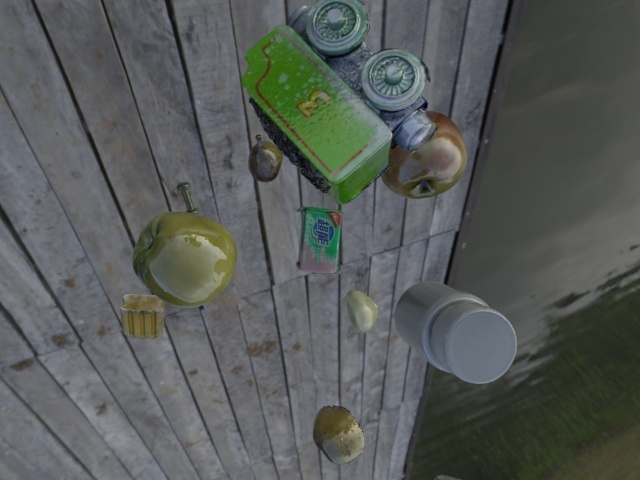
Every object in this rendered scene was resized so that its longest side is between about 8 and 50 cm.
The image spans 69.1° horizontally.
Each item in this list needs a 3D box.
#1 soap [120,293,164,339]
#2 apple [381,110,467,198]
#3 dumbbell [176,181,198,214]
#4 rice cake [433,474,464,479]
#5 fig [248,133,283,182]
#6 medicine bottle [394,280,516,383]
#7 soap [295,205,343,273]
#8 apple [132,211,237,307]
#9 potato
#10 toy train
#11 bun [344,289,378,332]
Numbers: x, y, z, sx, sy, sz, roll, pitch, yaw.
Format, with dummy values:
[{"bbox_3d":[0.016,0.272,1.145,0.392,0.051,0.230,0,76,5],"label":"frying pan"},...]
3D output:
[{"bbox_3d":[-0.637,0.281,1.675,0.140,0.073,0.232,6,142,-15],"label":"soap"},{"bbox_3d":[0.297,-0.254,1.366,0.257,0.233,0.257,0,163,0],"label":"apple"},{"bbox_3d":[-0.453,-0.140,1.586,0.046,0.052,0.117,-16,110,-10],"label":"dumbbell"},{"bbox_3d":[0.398,0.643,1.170,0.057,0.052,0.256,34,151,-28],"label":"rice cake"},{"bbox_3d":[-0.230,-0.348,1.892,0.146,0.170,0.274,14,165,5],"label":"fig"},{"bbox_3d":[0.340,0.231,1.212,0.208,0.340,0.208,-1,94,-9],"label":"medicine bottle"},{"bbox_3d":[-0.001,0.000,1.931,0.218,0.098,0.273,4,98,-14],"label":"soap"},{"bbox_3d":[-0.357,0.051,1.221,0.262,0.262,0.262,-15,133,-17],"label":"apple"},{"bbox_3d":[0.037,0.663,1.561,0.117,0.202,0.182,-15,145,-47],"label":"potato"},{"bbox_3d":[0.025,-0.232,0.772,0.249,0.307,0.173,-41,169,-1],"label":"toy train"},{"bbox_3d":[0.192,0.314,2.095,0.128,0.222,0.222,-14,134,-5],"label":"bun"}]
